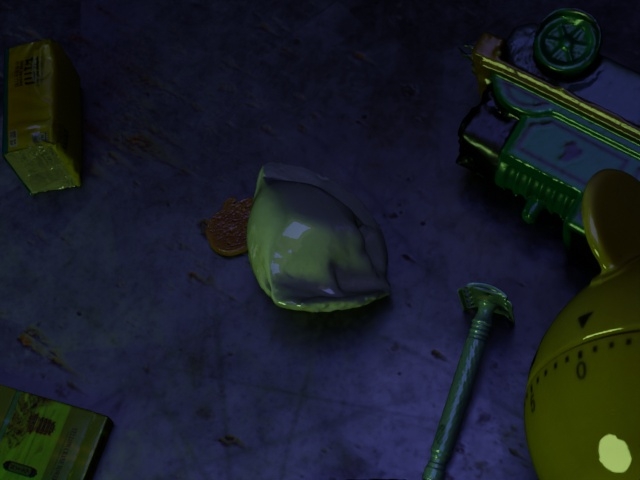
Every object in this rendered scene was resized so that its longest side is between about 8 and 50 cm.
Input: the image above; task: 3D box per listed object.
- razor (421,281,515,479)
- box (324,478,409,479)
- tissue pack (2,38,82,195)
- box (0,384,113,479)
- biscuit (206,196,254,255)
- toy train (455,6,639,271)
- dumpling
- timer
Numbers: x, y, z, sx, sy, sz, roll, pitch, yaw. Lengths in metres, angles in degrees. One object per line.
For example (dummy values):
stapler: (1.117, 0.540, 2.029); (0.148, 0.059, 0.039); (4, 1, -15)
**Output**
razor: (0.167, 0.171, 1.501); (0.068, 0.106, 0.232); (15, 78, 15)
box: (0.041, 0.368, 1.431); (0.201, 0.042, 0.213); (-3, 65, 5)
tissue pack: (-0.363, -0.162, 1.695); (0.082, 0.120, 0.169); (-8, 62, 5)
box: (-0.359, 0.244, 1.546); (0.193, 0.030, 0.121); (14, 67, 13)
biscuit: (-0.104, -0.021, 1.654); (0.091, 0.015, 0.078); (-23, 62, -5)
toy train: (0.330, -0.108, 1.566); (0.429, 0.178, 0.249); (29, 82, 19)
dumpling: (0.000, 0.000, 1.588); (0.179, 0.131, 0.252); (3, 41, -18)
timer: (0.385, 0.148, 1.348); (0.376, 0.376, 0.387); (5, 53, 9)
